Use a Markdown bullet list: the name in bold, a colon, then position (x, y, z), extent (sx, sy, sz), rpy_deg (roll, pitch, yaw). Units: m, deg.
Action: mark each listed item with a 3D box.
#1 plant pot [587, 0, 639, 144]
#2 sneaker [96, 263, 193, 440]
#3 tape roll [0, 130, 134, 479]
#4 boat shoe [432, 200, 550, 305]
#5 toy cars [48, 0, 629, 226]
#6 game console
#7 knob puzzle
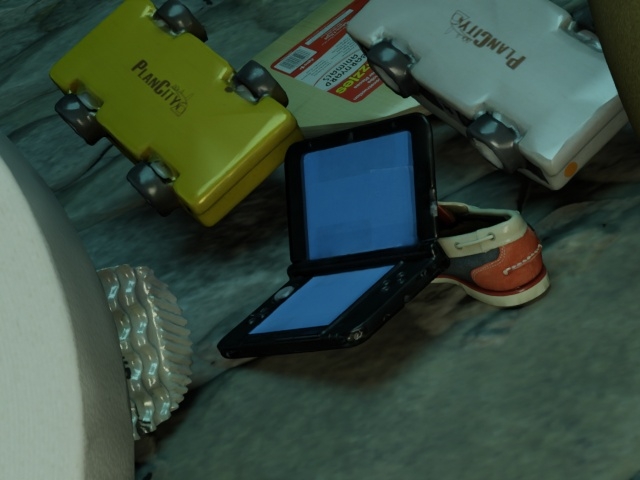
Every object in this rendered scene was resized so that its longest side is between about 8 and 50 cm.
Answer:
- **plant pot**: position (0.221, -0.085, 0.775), extent (0.237, 0.237, 0.254), rpy_deg (-12, 42, 21)
- **sneaker**: position (-0.204, 0.089, 0.838), extent (0.146, 0.102, 0.293), rpy_deg (-14, -1, 40)
- **tape roll**: position (-0.261, 0.091, 0.658), extent (0.392, 0.392, 0.072), rpy_deg (-20, -15, 6)
- **boat shoe**: position (0.062, -0.002, 0.914), extent (0.049, 0.043, 0.137), rpy_deg (-36, 27, -22)
- **toy cars**: position (0.014, -0.078, 1.051), extent (0.394, 0.087, 0.176), rpy_deg (-6, 54, 27)
- **game console**: position (0.000, 0.000, 0.902), extent (0.107, 0.071, 0.122), rpy_deg (-40, 17, -32)
- **knob puzzle**: position (0.056, -0.119, 1.160), extent (0.213, 0.030, 0.213), rpy_deg (-18, 34, 13)
